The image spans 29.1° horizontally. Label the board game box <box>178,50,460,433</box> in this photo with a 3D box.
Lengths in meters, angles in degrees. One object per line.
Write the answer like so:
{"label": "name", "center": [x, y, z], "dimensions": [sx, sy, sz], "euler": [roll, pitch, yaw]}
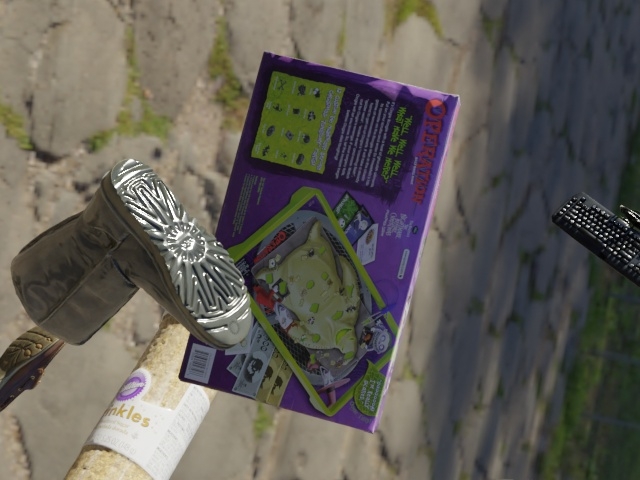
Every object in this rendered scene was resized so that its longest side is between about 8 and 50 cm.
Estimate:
{"label": "board game box", "center": [0.000, 0.000, 1.247], "dimensions": [0.056, 0.208, 0.347], "euler": [22, 82, -78]}

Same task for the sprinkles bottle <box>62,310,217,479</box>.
{"label": "sprinkles bottle", "center": [-0.215, 0.227, 1.595], "dimensions": [0.355, 0.121, 0.121], "euler": [-61, 150, -33]}

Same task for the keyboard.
{"label": "keyboard", "center": [0.429, -0.011, 1.745], "dimensions": [0.100, 0.192, 0.038], "euler": [-41, 156, -24]}

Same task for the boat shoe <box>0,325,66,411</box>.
{"label": "boat shoe", "center": [-0.444, 0.190, 1.848], "dimensions": [0.178, 0.064, 0.060], "euler": [-41, 130, -4]}

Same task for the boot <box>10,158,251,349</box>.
{"label": "boot", "center": [-0.169, 0.046, 1.049], "dimensions": [0.076, 0.208, 0.189], "euler": [-25, 79, -50]}

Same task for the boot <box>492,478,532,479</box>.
{"label": "boot", "center": [0.208, 0.337, 1.354], "dimensions": [0.083, 0.246, 0.161], "euler": [-20, 83, -25]}
